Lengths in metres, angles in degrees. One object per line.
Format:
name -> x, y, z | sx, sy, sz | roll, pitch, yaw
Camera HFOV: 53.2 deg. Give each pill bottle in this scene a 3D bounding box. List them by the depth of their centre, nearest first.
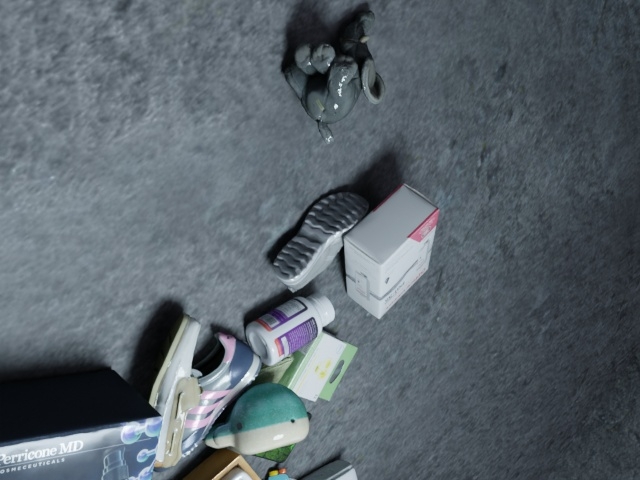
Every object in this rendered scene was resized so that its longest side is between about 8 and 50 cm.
pill bottle -> -0.065, 0.195, 1.463 | 0.194, 0.108, 0.108 | -28, 127, -31

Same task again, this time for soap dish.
soap dish -> -0.233, 0.636, 1.499 | 0.229, 0.118, 0.290 | -38, 131, -16

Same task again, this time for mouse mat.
mouse mat -> -0.111, 0.493, 1.639 | 0.190, 0.007, 0.152 | 36, 83, -47

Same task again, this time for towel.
towel -> -0.128, 0.319, 1.484 | 0.148, 0.027, 0.110 | -16, 143, -53

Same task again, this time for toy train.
toy train -> -0.117, 0.675, 1.647 | 0.166, 0.125, 0.046 | -50, 161, -14

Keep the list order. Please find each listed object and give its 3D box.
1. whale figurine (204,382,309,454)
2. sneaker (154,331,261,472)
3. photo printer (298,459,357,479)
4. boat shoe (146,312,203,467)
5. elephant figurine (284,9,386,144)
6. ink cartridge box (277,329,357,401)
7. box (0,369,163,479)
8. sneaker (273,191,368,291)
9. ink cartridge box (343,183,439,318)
whale figurine -> -0.151, 0.396, 1.418 | 0.216, 0.272, 0.141 | 1, 72, -43
sneaker -> -0.274, 0.332, 1.353 | 0.319, 0.112, 0.131 | -50, 118, -17
photo printer -> 0.011, 0.803, 1.760 | 0.256, 0.107, 0.307 | -14, 96, -39
boat shoe -> -0.287, 0.297, 1.264 | 0.104, 0.113, 0.302 | 20, 87, -16
elephant figurine -> 0.058, -0.340, 1.300 | 0.239, 0.169, 0.186 | -31, 159, -49
ink cartridge box -> 0.010, 0.328, 1.640 | 0.235, 0.056, 0.171 | 33, 85, -45
box -> -0.479, 0.457, 1.106 | 0.294, 0.212, 0.395 | 3, 103, -43
sneaker -> 0.000, 0.000, 1.460 | 0.281, 0.105, 0.115 | -44, 156, -17
ink cartridge box -> 0.167, 0.032, 1.527 | 0.207, 0.117, 0.283 | -43, 155, -20
